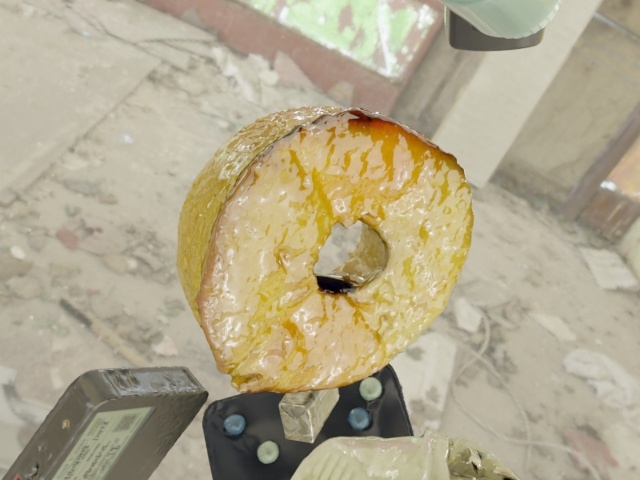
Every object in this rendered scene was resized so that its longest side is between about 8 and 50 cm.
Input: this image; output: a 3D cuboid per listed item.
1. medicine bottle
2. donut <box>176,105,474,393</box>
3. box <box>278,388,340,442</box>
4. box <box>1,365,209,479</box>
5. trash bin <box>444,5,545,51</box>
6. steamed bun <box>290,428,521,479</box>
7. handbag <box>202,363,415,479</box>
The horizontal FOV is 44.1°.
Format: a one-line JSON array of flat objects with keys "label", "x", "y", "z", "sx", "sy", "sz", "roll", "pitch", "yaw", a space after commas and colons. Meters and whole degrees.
[{"label": "medicine bottle", "x": 0.229, "y": -0.373, "z": 1.064, "sx": 0.158, "sy": 0.158, "sz": 0.318, "roll": 43, "pitch": 18, "yaw": 21}, {"label": "donut", "x": -0.001, "y": 0.001, "z": 0.462, "sx": 0.190, "sy": 0.174, "sz": 0.075, "roll": -6, "pitch": 24, "yaw": -36}, {"label": "box", "x": -0.013, "y": 0.204, "z": 1.003, "sx": 0.045, "sy": 0.062, "sz": 0.098, "roll": 4, "pitch": 26, "yaw": 22}, {"label": "box", "x": -0.302, "y": 0.301, "z": 0.985, "sx": 0.058, "sy": 0.350, "sz": 0.211, "roll": 44, "pitch": 14, "yaw": 27}, {"label": "trash bin", "x": 0.303, "y": -0.472, "z": 1.325, "sx": 0.210, "sy": 0.290, "sz": 0.182, "roll": -2, "pitch": 52, "yaw": 4}, {"label": "steamed bun", "x": 0.107, "y": 0.329, "z": 0.802, "sx": 0.207, "sy": 0.280, "sz": 0.267, "roll": 12, "pitch": 72, "yaw": -39}, {"label": "handbag", "x": -0.004, "y": 0.344, "z": 1.224, "sx": 0.326, "sy": 0.118, "sz": 0.269, "roll": -16, "pitch": 66, "yaw": -2}]
